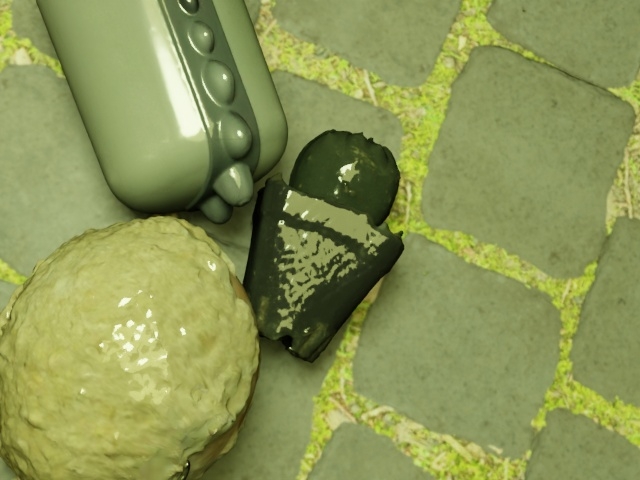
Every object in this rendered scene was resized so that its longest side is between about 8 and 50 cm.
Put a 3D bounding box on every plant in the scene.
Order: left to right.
[{"bbox_3d":[0.000,0.000,1.230,0.164,0.142,0.256,23,79,-5],"label":"plant"}]

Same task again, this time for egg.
[{"bbox_3d":[-0.189,0.125,1.107,0.279,0.279,0.310,33,91,-4],"label":"egg"}]

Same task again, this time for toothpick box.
[{"bbox_3d":[-0.151,-0.168,1.185,0.229,0.229,0.316,-20,84,-15],"label":"toothpick box"}]
